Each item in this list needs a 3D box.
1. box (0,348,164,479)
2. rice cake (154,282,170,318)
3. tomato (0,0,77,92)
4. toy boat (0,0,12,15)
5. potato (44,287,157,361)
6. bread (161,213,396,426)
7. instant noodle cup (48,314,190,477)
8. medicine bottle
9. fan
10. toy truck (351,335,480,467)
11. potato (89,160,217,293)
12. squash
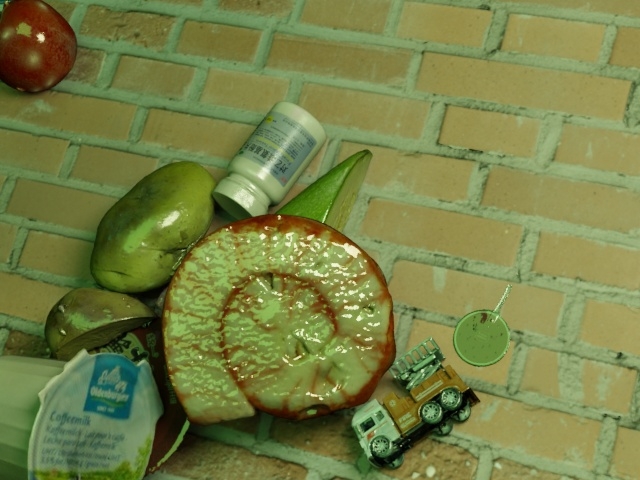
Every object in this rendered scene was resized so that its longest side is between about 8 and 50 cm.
[{"bbox_3d":[-0.386,0.287,1.573,0.206,0.262,0.291,7,84,32],"label":"box"},{"bbox_3d":[-0.146,0.160,1.719,0.290,0.051,0.081,32,82,24],"label":"rice cake"},{"bbox_3d":[-0.501,-0.344,1.956,0.167,0.167,0.167,-5,70,15],"label":"tomato"},{"bbox_3d":[-0.589,-0.388,2.066,0.105,0.034,0.149,25,93,20],"label":"toy boat"},{"bbox_3d":[-0.346,0.106,1.677,0.172,0.089,0.100,-24,64,11],"label":"potato"},{"bbox_3d":[-0.060,0.109,1.589,0.328,0.114,0.295,-4,89,1],"label":"bread"},{"bbox_3d":[-0.296,0.246,1.713,0.274,0.091,0.274,-6,70,16],"label":"instant noodle cup"},{"bbox_3d":[-0.081,-0.120,1.755,0.103,0.103,0.186,30,73,24],"label":"medicine bottle"},{"bbox_3d":[0.248,0.122,1.636,0.085,0.005,0.133,27,82,24],"label":"fan"},{"bbox_3d":[0.124,0.236,1.595,0.178,0.080,0.115,-36,60,2],"label":"toy truck"},{"bbox_3d":[-0.259,-0.018,1.768,0.169,0.143,0.248,25,70,38],"label":"potato"},{"bbox_3d":[0.000,0.000,1.701,0.289,0.111,0.203,-35,67,1],"label":"squash"}]
